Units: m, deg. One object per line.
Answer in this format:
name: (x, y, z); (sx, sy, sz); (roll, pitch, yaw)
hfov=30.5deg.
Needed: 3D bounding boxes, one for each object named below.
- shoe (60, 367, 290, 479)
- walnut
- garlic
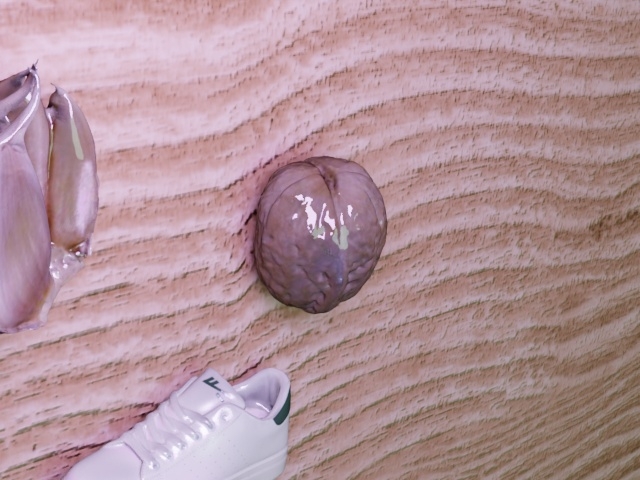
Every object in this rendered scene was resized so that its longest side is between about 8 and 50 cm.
shoe: (-0.171, 0.253, 1.506); (0.363, 0.131, 0.160); (-8, 116, -46)
walnut: (-0.001, -0.001, 1.519); (0.178, 0.178, 0.230); (-21, 135, -36)
garlic: (-0.315, -0.031, 1.172); (0.237, 0.210, 0.292); (-30, 137, -22)
